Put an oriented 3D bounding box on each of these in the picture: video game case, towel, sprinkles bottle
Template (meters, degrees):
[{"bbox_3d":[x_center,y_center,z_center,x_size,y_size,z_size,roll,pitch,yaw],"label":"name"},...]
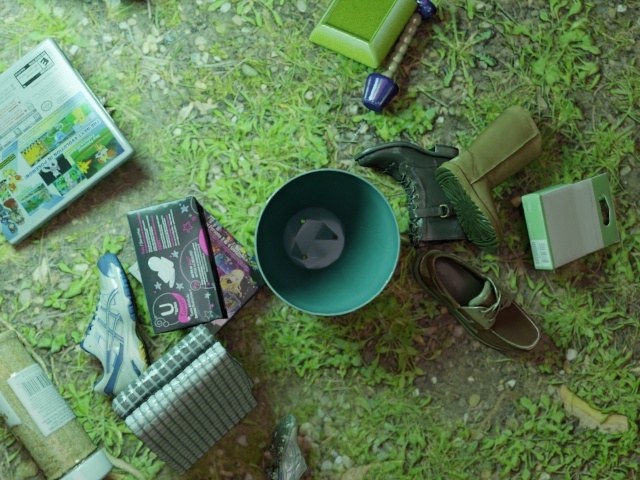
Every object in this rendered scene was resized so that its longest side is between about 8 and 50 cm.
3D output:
[{"bbox_3d":[-0.601,-0.205,1.653,0.329,0.036,0.300,-36,89,5],"label":"video game case"},{"bbox_3d":[-0.258,0.310,1.559,0.235,0.283,0.121,-42,61,-13],"label":"towel"},{"bbox_3d":[-0.255,0.070,1.694,0.232,0.042,0.210,44,81,0],"label":"video game case"},{"bbox_3d":[-0.565,0.352,1.587,0.121,0.121,0.355,-36,88,-9],"label":"sprinkles bottle"}]

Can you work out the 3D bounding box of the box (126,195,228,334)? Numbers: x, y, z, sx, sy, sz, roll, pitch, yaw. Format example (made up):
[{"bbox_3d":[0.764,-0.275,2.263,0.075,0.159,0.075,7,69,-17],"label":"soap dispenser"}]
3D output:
[{"bbox_3d":[-0.285,0.054,1.589,0.142,0.163,0.247,-13,85,-4],"label":"box"}]

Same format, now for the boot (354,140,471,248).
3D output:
[{"bbox_3d":[0.206,-0.096,1.743,0.263,0.091,0.228,1,83,-9],"label":"boot"}]

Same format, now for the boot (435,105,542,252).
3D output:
[{"bbox_3d":[0.405,-0.139,1.750,0.270,0.089,0.236,-36,104,-27],"label":"boot"}]

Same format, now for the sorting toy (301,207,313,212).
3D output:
[{"bbox_3d":[-0.033,-0.089,1.745,0.083,0.045,0.075,-21,105,-8],"label":"sorting toy"}]

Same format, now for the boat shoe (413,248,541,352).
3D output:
[{"bbox_3d":[0.345,0.136,1.718,0.324,0.116,0.123,34,81,-2],"label":"boat shoe"}]

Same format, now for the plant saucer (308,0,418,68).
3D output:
[{"bbox_3d":[0.091,-0.501,1.766,0.188,0.045,0.188,28,80,20],"label":"plant saucer"}]

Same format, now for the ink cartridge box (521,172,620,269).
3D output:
[{"bbox_3d":[0.566,-0.047,1.783,0.235,0.056,0.171,-18,99,-32],"label":"ink cartridge box"}]

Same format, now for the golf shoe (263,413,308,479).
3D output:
[{"bbox_3d":[-0.063,0.456,1.672,0.086,0.069,0.176,15,84,-25],"label":"golf shoe"}]

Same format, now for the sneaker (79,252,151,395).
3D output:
[{"bbox_3d":[-0.437,0.176,1.627,0.131,0.112,0.296,-13,84,-8],"label":"sneaker"}]

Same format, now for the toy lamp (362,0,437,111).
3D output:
[{"bbox_3d":[0.174,-0.417,1.786,0.080,0.080,0.274,28,79,-3],"label":"toy lamp"}]

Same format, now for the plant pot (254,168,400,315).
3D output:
[{"bbox_3d":[0.000,0.000,1.645,0.290,0.195,0.290,0,93,-10],"label":"plant pot"}]

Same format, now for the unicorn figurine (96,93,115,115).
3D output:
[{"bbox_3d":[-0.530,-0.268,1.693,0.162,0.060,0.111,11,85,-6],"label":"unicorn figurine"}]
